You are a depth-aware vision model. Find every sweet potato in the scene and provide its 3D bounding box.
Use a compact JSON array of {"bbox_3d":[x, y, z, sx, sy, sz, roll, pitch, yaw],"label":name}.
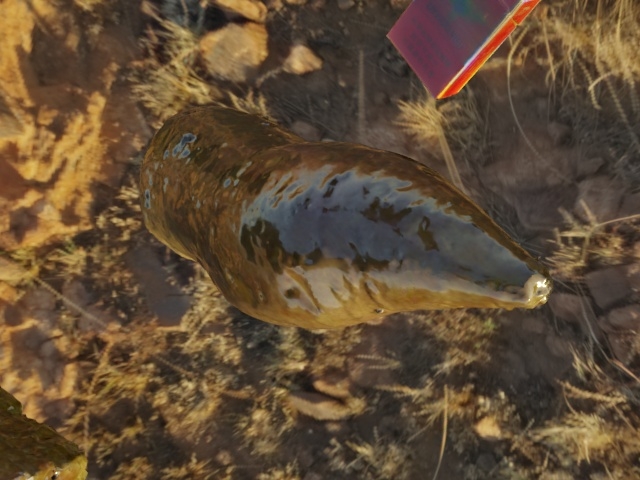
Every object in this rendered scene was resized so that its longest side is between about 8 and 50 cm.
[{"bbox_3d":[-0.002,-0.002,0.525,0.336,0.131,0.131,26,97,52],"label":"sweet potato"}]

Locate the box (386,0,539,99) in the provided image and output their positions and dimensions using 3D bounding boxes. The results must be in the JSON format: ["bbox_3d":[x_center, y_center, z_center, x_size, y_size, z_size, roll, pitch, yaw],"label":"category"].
[{"bbox_3d":[0.167,-0.266,0.993,0.112,0.048,0.175,57,137,13],"label":"box"}]

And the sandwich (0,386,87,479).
[{"bbox_3d":[-0.280,0.152,0.469,0.288,0.099,0.254,27,101,25],"label":"sandwich"}]
